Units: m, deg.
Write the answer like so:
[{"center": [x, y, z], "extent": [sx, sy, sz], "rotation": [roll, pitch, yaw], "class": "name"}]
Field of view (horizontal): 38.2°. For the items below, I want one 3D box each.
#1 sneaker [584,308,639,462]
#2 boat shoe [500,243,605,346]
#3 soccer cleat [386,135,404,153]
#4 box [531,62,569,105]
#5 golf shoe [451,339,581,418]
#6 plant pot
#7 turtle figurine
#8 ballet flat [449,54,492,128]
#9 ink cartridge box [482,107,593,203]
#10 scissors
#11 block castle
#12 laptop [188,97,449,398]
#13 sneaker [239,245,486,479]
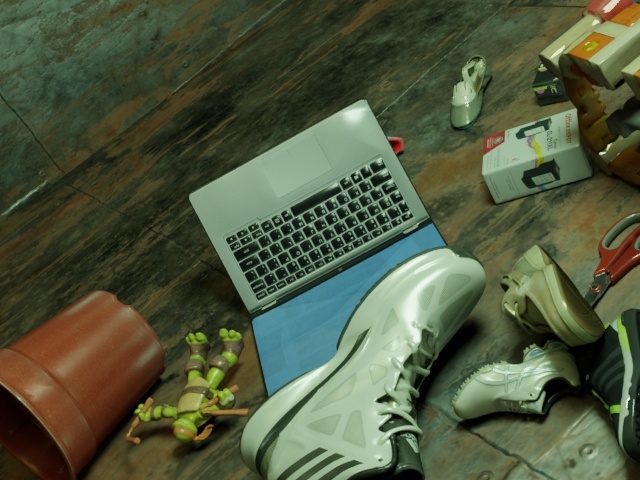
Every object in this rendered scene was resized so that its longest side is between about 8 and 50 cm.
[{"center": [0.380, 0.188, 1.151], "extent": [0.097, 0.084, 0.234], "rotation": [-39, 19, 39], "class": "sneaker"}, {"center": [0.307, 0.089, 1.272], "extent": [0.098, 0.109, 0.302], "rotation": [-40, 9, 11], "class": "boat shoe"}, {"center": [0.096, -0.133, 1.855], "extent": [0.095, 0.083, 0.248], "rotation": [-7, 35, 28], "class": "soccer cleat"}, {"center": [0.460, -0.313, 1.816], "extent": [0.062, 0.052, 0.083], "rotation": [-8, 38, 36], "class": "box"}, {"center": [0.261, 0.201, 1.227], "extent": [0.176, 0.069, 0.086], "rotation": [-30, 39, 8], "class": "golf shoe"}, {"center": [-0.430, 0.241, 1.612], "extent": [0.272, 0.272, 0.265], "rotation": [3, 37, 44], "class": "plant pot"}, {"center": [-0.191, 0.251, 1.527], "extent": [0.270, 0.087, 0.217], "rotation": [-20, 37, 35], "class": "turtle figurine"}, {"center": [0.308, -0.318, 1.945], "extent": [0.072, 0.068, 0.213], "rotation": [-9, 37, 33], "class": "ballet flat"}, {"center": [0.381, -0.150, 1.626], "extent": [0.175, 0.072, 0.127], "rotation": [-17, 32, 24], "class": "ink cartridge box"}, {"center": [0.406, 0.060, 1.354], "extent": [0.297, 0.021, 0.109], "rotation": [-41, 34, -15], "class": "scissors"}, {"center": [0.551, -0.200, 1.329], "extent": [0.213, 0.303, 0.453], "rotation": [-40, 30, -2], "class": "block castle"}, {"center": [0.000, 0.000, 1.599], "extent": [0.382, 0.407, 0.236], "rotation": [-28, -3, 4], "class": "laptop"}, {"center": [0.117, 0.219, 1.268], "extent": [0.447, 0.169, 0.257], "rotation": [-45, 39, -6], "class": "sneaker"}]
